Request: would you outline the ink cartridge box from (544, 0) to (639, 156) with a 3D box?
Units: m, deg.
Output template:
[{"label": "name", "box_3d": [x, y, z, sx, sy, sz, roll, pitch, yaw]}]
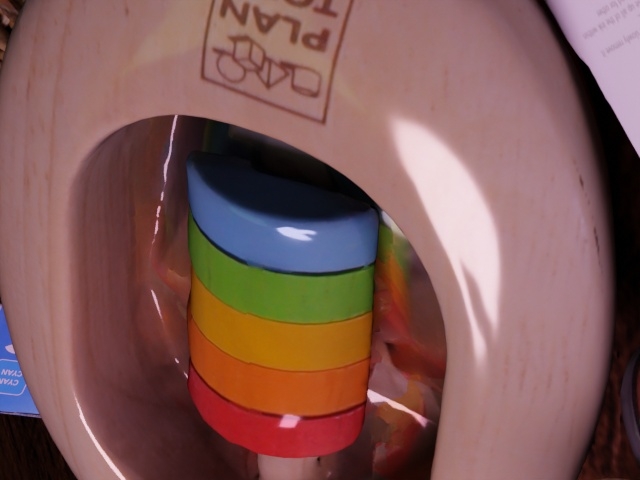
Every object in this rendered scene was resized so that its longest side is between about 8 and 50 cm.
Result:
[{"label": "ink cartridge box", "box_3d": [0.169, -0.114, 0.572, 0.239, 0.060, 0.275, 59, 154, -1]}]

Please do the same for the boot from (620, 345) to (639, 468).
[{"label": "boot", "box_3d": [0.246, 0.082, 0.601, 0.264, 0.096, 0.280, 52, 153, 16]}]

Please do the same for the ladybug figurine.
[{"label": "ladybug figurine", "box_3d": [0.000, 0.000, 0.823, 0.305, 0.162, 0.449, 22, 133, 15]}]

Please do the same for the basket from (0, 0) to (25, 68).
[{"label": "basket", "box_3d": [-0.130, -0.156, 1.032, 0.299, 0.223, 0.213, 47, 119, 25]}]

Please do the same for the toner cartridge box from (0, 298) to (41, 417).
[{"label": "toner cartridge box", "box_3d": [-0.186, -0.025, 1.090, 0.075, 0.165, 0.348, -62, 38, 24]}]

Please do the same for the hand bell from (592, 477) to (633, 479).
[{"label": "hand bell", "box_3d": [0.066, 0.210, 0.665, 0.126, 0.242, 0.126, 33, 142, 30]}]
